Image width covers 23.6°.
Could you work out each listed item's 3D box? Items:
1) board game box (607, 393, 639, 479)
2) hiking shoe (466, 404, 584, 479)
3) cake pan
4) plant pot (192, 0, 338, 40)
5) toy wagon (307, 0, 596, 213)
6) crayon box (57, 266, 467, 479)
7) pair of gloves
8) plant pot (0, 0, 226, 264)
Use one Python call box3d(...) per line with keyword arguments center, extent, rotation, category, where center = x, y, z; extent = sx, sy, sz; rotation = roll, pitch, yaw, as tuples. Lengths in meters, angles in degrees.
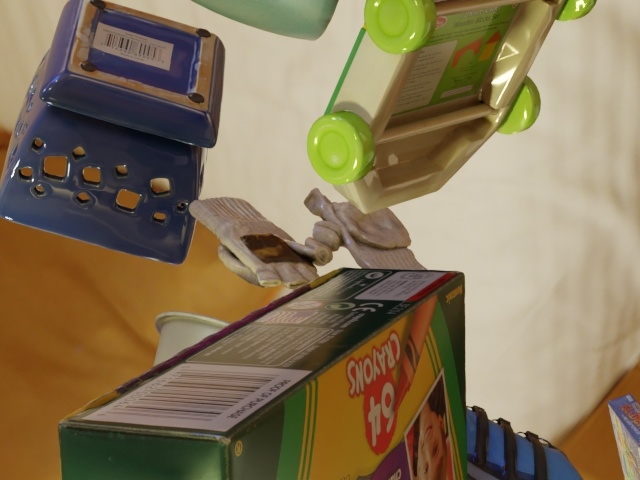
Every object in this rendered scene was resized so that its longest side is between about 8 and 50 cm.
box3d(center=(0.421, 0.313, 1.944), extent=(0.136, 0.035, 0.201), rotation=(-115, 7, -64), category="board game box")
box3d(center=(0.129, 0.194, 1.262), extent=(0.304, 0.132, 0.113), rotation=(47, 128, 25), category="hiking shoe")
box3d(center=(-0.055, 0.168, 1.628), extent=(0.293, 0.054, 0.293), rotation=(23, 162, 8), category="cake pan")
box3d(center=(-0.084, -0.316, 1.224), extent=(0.195, 0.290, 0.290), rotation=(6, 148, -12), category="plant pot")
box3d(center=(0.122, -0.177, 1.215), extent=(0.068, 0.267, 0.344), rotation=(39, 124, 24), category="toy wagon")
box3d(center=(-0.009, 0.206, 0.916), extent=(0.106, 0.363, 0.313), rotation=(2, 102, 24), category="crayon box")
box3d(center=(0.000, 0.000, 1.658), extent=(0.204, 0.240, 0.042), rotation=(52, 134, 48), category="pair of gloves")
box3d(center=(-0.234, -0.142, 1.795), extent=(0.236, 0.236, 0.212), rotation=(16, 129, -11), category="plant pot")
